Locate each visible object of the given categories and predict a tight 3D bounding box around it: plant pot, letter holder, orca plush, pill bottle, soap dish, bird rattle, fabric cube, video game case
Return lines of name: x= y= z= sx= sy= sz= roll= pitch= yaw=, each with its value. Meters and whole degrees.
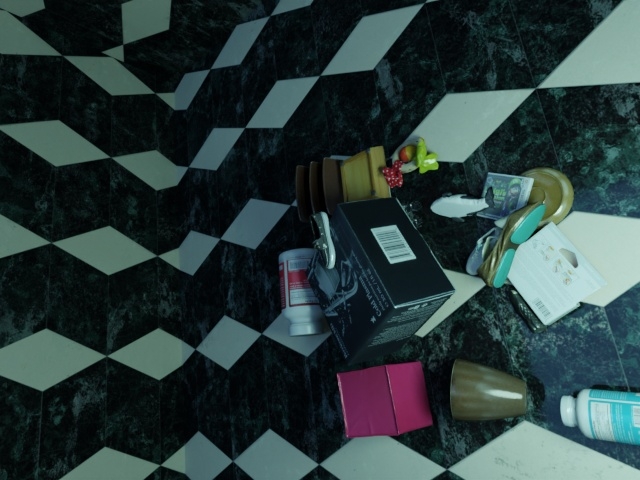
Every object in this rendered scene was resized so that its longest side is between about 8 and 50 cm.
plant pot: x=0.781 y=-0.155 z=1.608 sx=0.236 sy=0.032 sz=0.236 roll=-9 pitch=76 yaw=40
letter holder: x=0.001 y=-0.246 z=2.188 sx=0.152 sy=0.215 sz=0.301 roll=-27 pitch=63 yaw=55
plant pot: x=0.593 y=0.534 z=1.551 sx=0.231 sy=0.215 sz=0.215 roll=-1 pitch=81 yaw=27
orca plush: x=0.570 y=-0.167 z=1.752 sx=0.102 sy=0.151 sz=0.287 roll=-50 pitch=10 yaw=-26
pill bottle: x=0.869 y=0.521 z=1.319 sx=0.264 sy=0.146 sz=0.146 roll=-9 pitch=76 yaw=42
soap dish: x=0.206 y=-0.282 z=2.098 sx=0.229 sy=0.118 sz=0.290 roll=-19 pitch=68 yaw=39
bird rattle: x=0.390 y=-0.350 z=1.965 sx=0.254 sy=0.143 sz=0.206 roll=-26 pitch=45 yaw=40
fabric cube: x=0.255 y=0.634 z=1.781 sx=0.259 sy=0.258 sz=0.254 roll=-22 pitch=69 yaw=38
video game case: x=0.686 y=-0.159 z=1.663 sx=0.190 sy=0.022 sz=0.173 roll=25 pitch=104 yaw=57
pill bottle: x=-0.082 y=0.258 z=2.181 sx=0.229 sy=0.229 sz=0.407 roll=-17 pitch=71 yaw=39

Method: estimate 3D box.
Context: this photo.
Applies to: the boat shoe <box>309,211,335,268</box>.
boat shoe: x=0.000 y=0.000 z=1.737 sx=0.080 sy=0.076 sz=0.228 roll=-16 pitch=81 yaw=64

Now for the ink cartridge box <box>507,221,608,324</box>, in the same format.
ink cartridge box: x=0.790 y=0.112 z=1.530 sx=0.239 sy=0.060 sz=0.275 roll=-45 pitch=55 yaw=26

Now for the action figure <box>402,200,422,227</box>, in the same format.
action figure: x=0.340 y=-0.075 z=1.928 sx=0.276 sy=0.141 sz=0.164 roll=-23 pitch=73 yaw=63

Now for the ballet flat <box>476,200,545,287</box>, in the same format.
ballet flat: x=0.655 y=-0.001 z=1.574 sx=0.124 sy=0.116 sz=0.342 roll=40 pitch=114 yaw=48

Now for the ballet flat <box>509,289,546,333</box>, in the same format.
ballet flat: x=0.729 y=0.251 z=1.576 sx=0.049 sy=0.057 sz=0.173 roll=-22 pitch=61 yaw=-7

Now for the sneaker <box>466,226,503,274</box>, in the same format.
sneaker: x=0.610 y=0.035 z=1.684 sx=0.080 sy=0.094 sz=0.212 roll=42 pitch=110 yaw=37

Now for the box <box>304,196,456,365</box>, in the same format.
box: x=0.206 y=0.163 z=1.791 sx=0.479 sy=0.298 sz=0.471 roll=63 pitch=148 yaw=31
